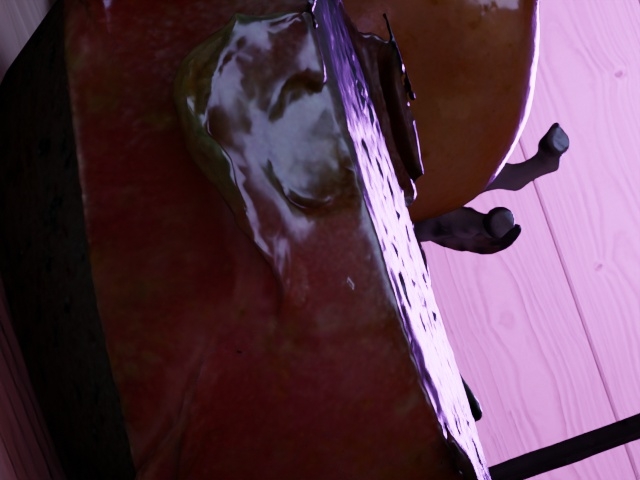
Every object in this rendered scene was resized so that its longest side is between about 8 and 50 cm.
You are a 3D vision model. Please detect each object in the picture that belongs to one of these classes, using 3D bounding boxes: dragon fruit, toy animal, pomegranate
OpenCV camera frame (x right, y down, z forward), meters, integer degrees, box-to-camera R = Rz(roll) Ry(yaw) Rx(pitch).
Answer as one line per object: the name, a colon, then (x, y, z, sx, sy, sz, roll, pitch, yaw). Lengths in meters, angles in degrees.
dragon fruit: (-0.018, 0.017, 0.607, 0.268, 0.130, 0.295, -96, 166, -71)
toy animal: (0.036, -0.095, 1.157, 0.255, 0.090, 0.170, 49, -27, 0)
pomegranate: (0.016, -0.104, 0.972, 0.209, 0.209, 0.209, -19, 90, -86)

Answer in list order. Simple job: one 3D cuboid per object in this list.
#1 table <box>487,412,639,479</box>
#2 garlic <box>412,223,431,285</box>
table: (0.218, 0.317, 1.271, 0.222, 0.272, 0.335, 62, 10, -54)
garlic: (0.000, 0.000, 1.117, 0.147, 0.102, 0.159, 57, -8, 3)
